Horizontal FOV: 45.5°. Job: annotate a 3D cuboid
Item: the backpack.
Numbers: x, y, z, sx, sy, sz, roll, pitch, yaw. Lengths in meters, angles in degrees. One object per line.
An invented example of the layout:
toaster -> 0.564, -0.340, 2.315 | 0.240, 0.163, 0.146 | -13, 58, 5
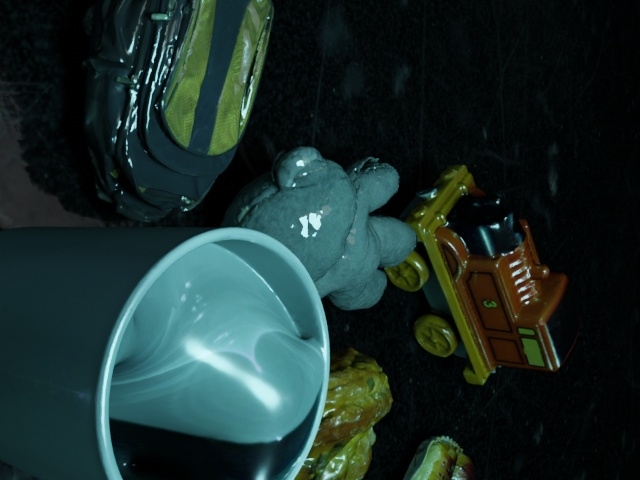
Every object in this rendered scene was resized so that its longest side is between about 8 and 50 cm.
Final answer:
backpack -> -0.151, -0.143, 0.762 | 0.206, 0.133, 0.258 | 11, 90, -58

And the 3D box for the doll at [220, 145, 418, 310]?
doll -> -0.006, -0.005, 0.946 | 0.245, 0.158, 0.340 | -56, 154, 12

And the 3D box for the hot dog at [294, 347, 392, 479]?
hot dog -> -0.062, 0.247, 0.837 | 0.388, 0.174, 0.266 | -7, 115, -49

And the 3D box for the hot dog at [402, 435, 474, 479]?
hot dog -> 0.159, 0.424, 1.176 | 0.270, 0.082, 0.162 | -55, 142, -31

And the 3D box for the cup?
cup -> -0.170, 0.090, 0.598 | 0.205, 0.312, 0.205 | -3, 94, -49

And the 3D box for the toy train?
toy train -> 0.252, 0.070, 1.162 | 0.163, 0.232, 0.369 | -50, 126, -37
